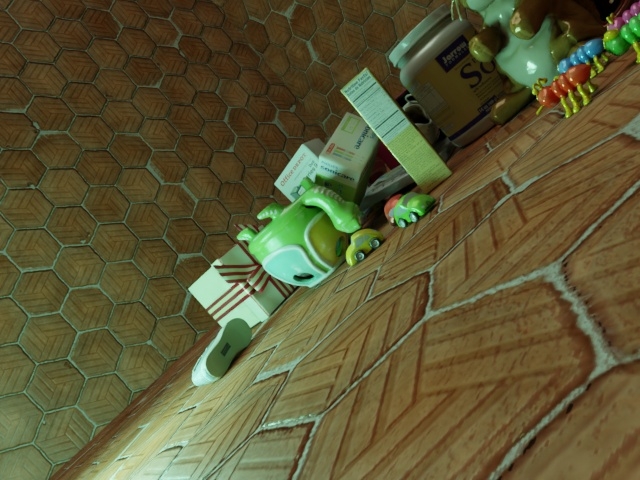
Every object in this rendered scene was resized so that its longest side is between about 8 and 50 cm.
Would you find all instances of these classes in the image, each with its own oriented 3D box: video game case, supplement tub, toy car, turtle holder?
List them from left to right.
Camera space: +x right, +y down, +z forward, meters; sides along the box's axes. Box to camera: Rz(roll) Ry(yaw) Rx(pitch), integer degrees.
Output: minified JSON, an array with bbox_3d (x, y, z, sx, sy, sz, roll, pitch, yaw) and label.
[{"bbox_3d":[-0.027,-0.024,1.324,0.320,0.227,0.243,-39,3,20],"label":"turtle holder"},{"bbox_3d":[0.159,-0.054,1.091,0.239,0.053,0.225,-43,4,-28],"label":"toy car"},{"bbox_3d":[0.280,-0.221,1.665,0.329,0.036,0.300,-29,9,33],"label":"video game case"},{"bbox_3d":[0.375,-0.456,1.447,0.241,0.331,0.241,-41,4,3],"label":"supplement tub"}]

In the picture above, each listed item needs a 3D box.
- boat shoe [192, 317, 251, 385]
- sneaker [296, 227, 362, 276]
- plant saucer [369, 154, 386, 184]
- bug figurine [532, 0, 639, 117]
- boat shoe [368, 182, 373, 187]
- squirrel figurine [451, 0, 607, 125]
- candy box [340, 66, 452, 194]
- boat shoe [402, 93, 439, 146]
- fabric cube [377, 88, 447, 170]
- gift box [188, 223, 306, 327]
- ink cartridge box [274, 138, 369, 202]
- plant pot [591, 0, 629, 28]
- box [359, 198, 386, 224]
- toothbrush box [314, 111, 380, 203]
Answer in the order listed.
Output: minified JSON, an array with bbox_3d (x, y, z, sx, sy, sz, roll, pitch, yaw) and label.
[{"bbox_3d":[-0.244,0.268,1.258,0.081,0.079,0.227,-35,9,26],"label":"boat shoe"},{"bbox_3d":[0.000,0.000,1.550,0.111,0.129,0.297,-36,7,49],"label":"sneaker"},{"bbox_3d":[0.171,-0.231,2.204,0.332,0.084,0.332,-42,-20,-19],"label":"plant saucer"},{"bbox_3d":[0.460,-0.309,0.849,0.216,0.072,0.279,-38,5,44],"label":"bug figurine"},{"bbox_3d":[0.210,-0.190,2.119,0.080,0.073,0.223,-55,-18,6],"label":"boat shoe"},{"bbox_3d":[0.477,-0.552,1.218,0.397,0.370,0.281,-43,4,-28],"label":"squirrel figurine"},{"bbox_3d":[0.190,-0.269,1.275,0.088,0.316,0.183,-40,3,15],"label":"candy box"},{"bbox_3d":[0.303,-0.384,1.623,0.136,0.156,0.367,4,28,15],"label":"boat shoe"},{"bbox_3d":[0.348,-0.419,1.950,0.259,0.254,0.258,-43,4,-14],"label":"fabric cube"},{"bbox_3d":[-0.234,0.113,1.590,0.258,0.276,0.255,-36,11,42],"label":"gift box"},{"bbox_3d":[0.008,-0.185,1.834,0.211,0.289,0.121,-50,-8,34],"label":"ink cartridge box"},{"bbox_3d":[0.731,-0.702,1.459,0.272,0.272,0.265,-39,-4,35],"label":"plant pot"},{"bbox_3d":[0.142,-0.083,1.757,0.179,0.043,0.105,-41,3,-21],"label":"box"},{"bbox_3d":[0.067,-0.176,1.451,0.283,0.122,0.206,105,-169,-53],"label":"toothbrush box"}]
